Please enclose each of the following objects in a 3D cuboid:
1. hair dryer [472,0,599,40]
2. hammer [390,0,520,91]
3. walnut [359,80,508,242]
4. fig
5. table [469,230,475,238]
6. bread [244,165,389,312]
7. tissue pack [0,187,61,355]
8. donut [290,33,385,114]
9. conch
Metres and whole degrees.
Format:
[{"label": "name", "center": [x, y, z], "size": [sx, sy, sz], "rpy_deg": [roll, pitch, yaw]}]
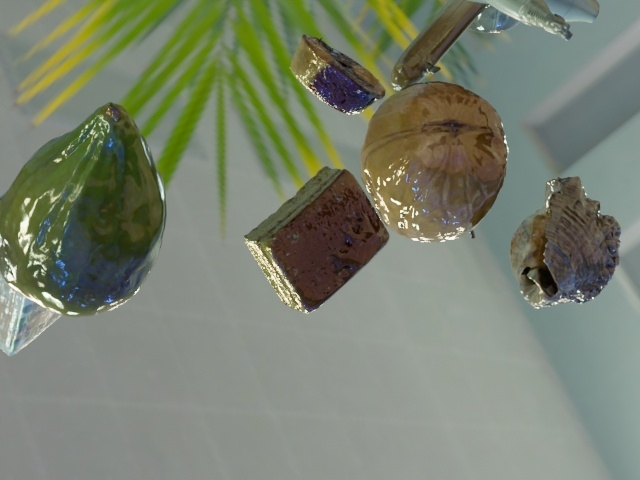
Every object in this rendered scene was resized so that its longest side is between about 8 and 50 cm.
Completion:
[{"label": "hair dryer", "center": [0.201, -0.225, 1.368], "size": [0.206, 0.075, 0.237], "rpy_deg": [16, -160, -22]}, {"label": "hammer", "center": [0.191, -0.315, 2.033], "size": [0.113, 0.202, 0.305], "rpy_deg": [30, -118, 21]}, {"label": "walnut", "center": [0.143, -0.098, 1.859], "size": [0.195, 0.195, 0.221], "rpy_deg": [60, 169, 21]}, {"label": "fig", "center": [-0.228, -0.036, 1.471], "size": [0.167, 0.233, 0.167], "rpy_deg": [28, -168, -7]}, {"label": "table", "center": [0.258, -0.091, 2.859], "size": [0.240, 0.122, 0.111], "rpy_deg": [-77, -22, -62]}, {"label": "bread", "center": [0.000, 0.000, 2.716], "size": [0.234, 0.110, 0.184], "rpy_deg": [-43, -62, -23]}, {"label": "tissue pack", "center": [-0.441, 0.012, 2.347], "size": [0.128, 0.311, 0.228], "rpy_deg": [36, -131, 10]}, {"label": "donut", "center": [0.024, -0.273, 2.452], "size": [0.166, 0.073, 0.184], "rpy_deg": [41, -166, 7]}, {"label": "conch", "center": [0.324, 0.011, 1.994], "size": [0.245, 0.163, 0.178], "rpy_deg": [-49, -54, -64]}]
